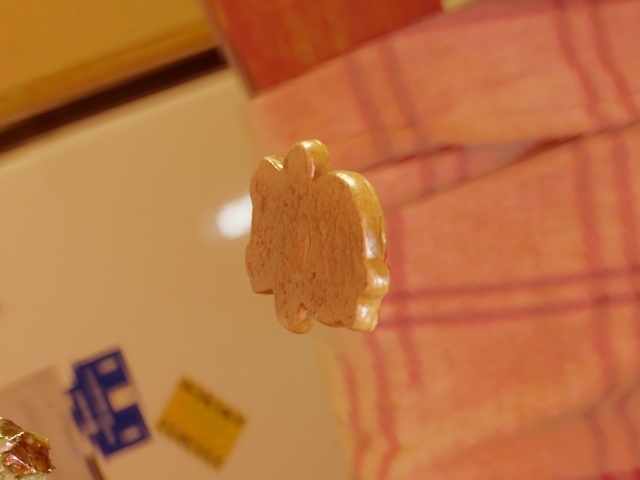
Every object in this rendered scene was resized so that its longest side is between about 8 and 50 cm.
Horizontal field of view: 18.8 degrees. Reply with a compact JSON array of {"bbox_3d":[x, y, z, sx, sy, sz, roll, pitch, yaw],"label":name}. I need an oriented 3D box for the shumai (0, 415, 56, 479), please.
[{"bbox_3d":[-0.311,0.218,1.937,0.087,0.099,0.124,-47,63,38],"label":"shumai"}]

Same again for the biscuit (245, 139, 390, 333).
[{"bbox_3d":[0.000,0.000,1.615,0.225,0.036,0.166,13,100,61],"label":"biscuit"}]
